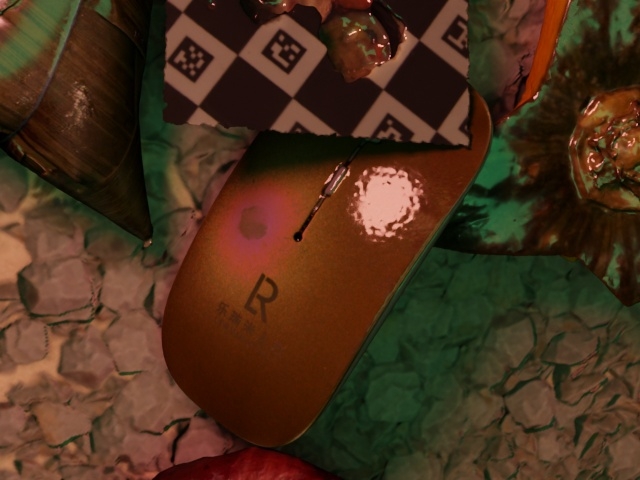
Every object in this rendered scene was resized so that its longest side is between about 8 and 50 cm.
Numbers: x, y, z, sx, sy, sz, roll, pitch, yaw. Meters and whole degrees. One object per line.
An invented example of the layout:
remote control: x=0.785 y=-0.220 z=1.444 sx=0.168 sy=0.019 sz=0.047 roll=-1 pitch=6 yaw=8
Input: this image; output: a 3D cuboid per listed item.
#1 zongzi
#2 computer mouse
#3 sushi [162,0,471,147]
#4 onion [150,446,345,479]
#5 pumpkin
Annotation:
zongzi: x=-0.140 y=-0.136 z=1.176 sx=0.242 sy=0.112 sz=0.221 roll=37 pitch=93 yaw=-32
computer mouse: x=0.000 y=0.000 z=1.247 sx=0.310 sy=0.158 sz=0.072 roll=-57 pitch=156 yaw=5
sushi: x=-0.005 y=-0.179 z=1.215 sx=0.219 sy=0.047 sz=0.231 roll=4 pitch=78 yaw=-16
onion: x=-0.040 y=0.290 z=1.277 sx=0.272 sy=0.195 sz=0.272 roll=3 pitch=128 yaw=4
pumpkin: x=0.218 y=-0.076 z=1.309 sx=0.258 sy=0.095 sz=0.290 roll=29 pitch=94 yaw=-19
